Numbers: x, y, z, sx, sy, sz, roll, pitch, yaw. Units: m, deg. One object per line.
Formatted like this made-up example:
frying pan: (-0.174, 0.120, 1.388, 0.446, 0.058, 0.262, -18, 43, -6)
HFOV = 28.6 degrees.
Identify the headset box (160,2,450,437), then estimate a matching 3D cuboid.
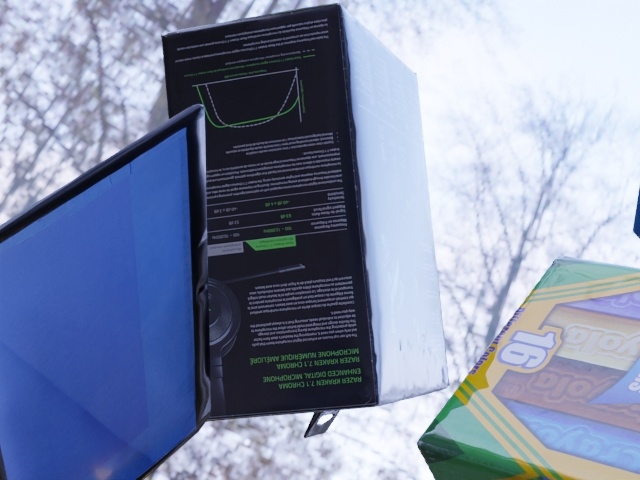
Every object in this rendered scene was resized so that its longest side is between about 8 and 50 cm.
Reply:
headset box: (0.000, 0.000, 0.922, 0.131, 0.283, 0.246, -7, -5, 16)

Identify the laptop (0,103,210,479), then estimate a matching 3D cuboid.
laptop: (-0.094, 0.118, 0.543, 0.136, 0.264, 0.234, -8, -46, -11)

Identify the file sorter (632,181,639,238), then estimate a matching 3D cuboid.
file sorter: (0.215, -0.043, 0.521, 0.104, 0.118, 0.170, 55, -12, 33)

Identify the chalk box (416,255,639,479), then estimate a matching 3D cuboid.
chalk box: (0.239, 0.145, 0.723, 0.289, 0.179, 0.180, 10, -43, 44)
